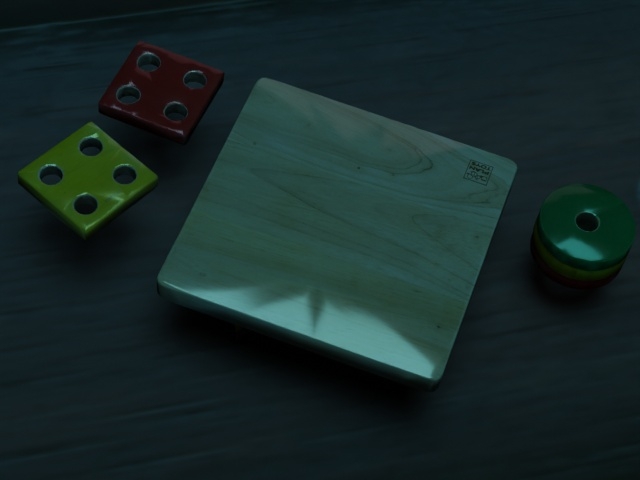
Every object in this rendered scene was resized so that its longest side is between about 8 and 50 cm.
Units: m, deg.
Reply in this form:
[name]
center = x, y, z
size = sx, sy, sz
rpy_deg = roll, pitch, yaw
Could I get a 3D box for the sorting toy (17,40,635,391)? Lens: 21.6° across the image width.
[sorting toy]
center = 0.000, 0.000, 0.783
size = 0.275, 0.046, 0.132
rpy_deg = 19, 55, 6
